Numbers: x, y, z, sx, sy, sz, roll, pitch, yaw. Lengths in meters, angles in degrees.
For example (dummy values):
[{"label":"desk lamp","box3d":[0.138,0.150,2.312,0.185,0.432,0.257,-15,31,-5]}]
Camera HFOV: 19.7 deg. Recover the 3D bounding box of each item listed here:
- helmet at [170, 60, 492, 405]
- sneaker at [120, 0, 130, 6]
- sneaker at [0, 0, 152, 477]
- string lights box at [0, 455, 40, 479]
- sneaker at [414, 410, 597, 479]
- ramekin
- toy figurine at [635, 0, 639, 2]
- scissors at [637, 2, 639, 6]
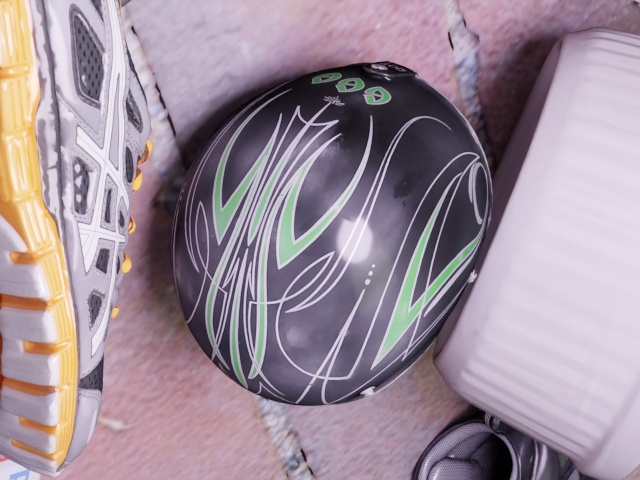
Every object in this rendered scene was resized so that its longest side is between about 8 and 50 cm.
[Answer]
[{"label":"helmet","box3d":[0.000,0.000,0.968,0.161,0.169,0.169,-45,148,-39]},{"label":"sneaker","box3d":[-0.224,-0.111,0.646,0.447,0.169,0.257,-52,138,-14]},{"label":"sneaker","box3d":[-0.095,-0.017,0.643,0.083,0.084,0.214,-26,126,-46]},{"label":"string lights box","box3d":[-0.266,0.117,0.789,0.260,0.133,0.076,-14,130,-43]},{"label":"sneaker","box3d":[0.137,0.207,1.371,0.153,0.101,0.268,-13,127,-37]},{"label":"ramekin","box3d":[0.162,-0.002,1.095,0.273,0.127,0.272,21,90,-89]},{"label":"toy figurine","box3d":[0.289,-0.181,1.096,0.213,0.209,0.148,9,107,-51]},{"label":"scissors","box3d":[0.321,-0.203,1.283,0.297,0.021,0.109,-4,126,-46]}]
